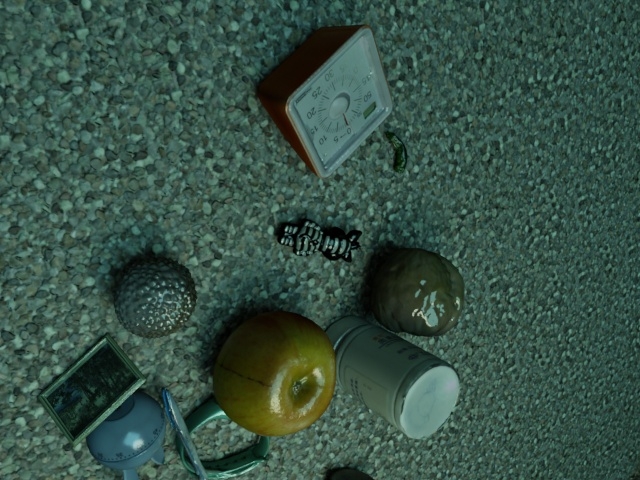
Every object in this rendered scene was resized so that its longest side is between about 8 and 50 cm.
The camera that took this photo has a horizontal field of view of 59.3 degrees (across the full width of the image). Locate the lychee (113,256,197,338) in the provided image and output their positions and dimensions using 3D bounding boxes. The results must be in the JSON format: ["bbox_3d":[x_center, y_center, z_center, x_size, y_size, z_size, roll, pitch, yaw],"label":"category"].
[{"bbox_3d":[-0.340,0.116,1.136,0.165,0.197,0.165,-9,90,-66],"label":"lychee"}]

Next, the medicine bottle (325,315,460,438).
[{"bbox_3d":[0.156,0.322,1.384,0.190,0.332,0.189,-11,110,-33],"label":"medicine bottle"}]

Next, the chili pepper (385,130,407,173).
[{"bbox_3d":[0.201,-0.229,1.429,0.055,0.035,0.118,-41,126,-35],"label":"chili pepper"}]

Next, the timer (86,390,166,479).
[{"bbox_3d":[-0.414,0.426,1.195,0.175,0.175,0.255,-7,136,-29],"label":"timer"}]

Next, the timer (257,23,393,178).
[{"bbox_3d":[0.025,-0.301,1.234,0.257,0.161,0.250,-47,129,-12],"label":"timer"}]

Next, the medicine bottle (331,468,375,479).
[{"bbox_3d":[0.063,0.819,1.568,0.151,0.151,0.322,8,99,-32],"label":"medicine bottle"}]

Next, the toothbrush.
[{"bbox_3d":[-0.286,0.498,1.275,0.042,0.035,0.413,-33,119,-36],"label":"toothbrush"}]

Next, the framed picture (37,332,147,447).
[{"bbox_3d":[-0.459,0.295,1.125,0.183,0.142,0.011,-43,156,-14],"label":"framed picture"}]

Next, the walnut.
[{"bbox_3d":[0.248,0.132,1.443,0.248,0.248,0.248,-9,108,-29],"label":"walnut"}]

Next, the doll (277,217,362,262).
[{"bbox_3d":[0.000,0.000,1.354,0.219,0.067,0.091,11,101,-27],"label":"doll"}]

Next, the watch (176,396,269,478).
[{"bbox_3d":[-0.223,0.478,1.351,0.237,0.068,0.195,18,95,-33],"label":"watch"}]

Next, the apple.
[{"bbox_3d":[-0.098,0.297,1.263,0.286,0.233,0.286,-1,92,-37],"label":"apple"}]
